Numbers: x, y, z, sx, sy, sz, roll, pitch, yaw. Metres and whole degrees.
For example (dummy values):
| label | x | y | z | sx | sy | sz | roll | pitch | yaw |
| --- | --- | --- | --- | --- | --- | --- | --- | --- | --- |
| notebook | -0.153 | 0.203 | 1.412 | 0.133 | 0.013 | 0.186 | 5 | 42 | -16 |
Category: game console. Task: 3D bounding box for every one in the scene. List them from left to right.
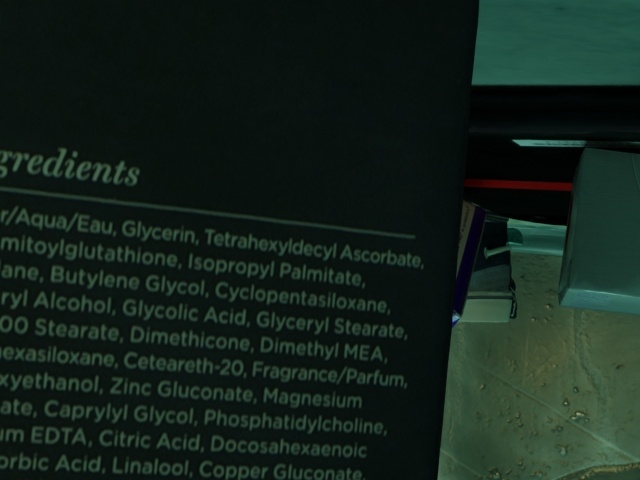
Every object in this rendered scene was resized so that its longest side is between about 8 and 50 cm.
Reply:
| label | x | y | z | sx | sy | sz | roll | pitch | yaw |
| --- | --- | --- | --- | --- | --- | --- | --- | --- | --- |
| game console | 0.248 | -0.062 | 1.045 | 0.386 | 0.060 | 0.342 | 3 | 170 | 31 |

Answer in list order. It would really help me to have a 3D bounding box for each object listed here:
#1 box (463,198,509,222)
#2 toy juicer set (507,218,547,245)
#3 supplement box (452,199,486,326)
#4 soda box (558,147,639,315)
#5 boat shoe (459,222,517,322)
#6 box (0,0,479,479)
| label | x | y | z | sx | sy | sz | roll | pitch | yaw |
| --- | --- | --- | --- | --- | --- | --- | --- | --- | --- |
| box | 0.013 | -0.063 | 1.309 | 0.216 | 0.060 | 0.270 | 3 | 176 | 45 |
| toy juicer set | 0.128 | -0.014 | 1.729 | 0.329 | 0.089 | 0.209 | 7 | 177 | -33 |
| supplement box | 0.000 | 0.000 | 1.102 | 0.220 | 0.114 | 0.111 | 24 | 142 | -7 |
| soda box | 0.304 | 0.009 | 0.923 | 0.286 | 0.098 | 0.091 | 8 | 172 | 8 |
| boat shoe | 0.067 | 0.008 | 1.510 | 0.340 | 0.158 | 0.127 | 1 | 180 | -39 |
| box | -0.106 | 0.059 | 0.606 | 0.212 | 0.395 | 0.293 | 6 | 178 | -24 |
